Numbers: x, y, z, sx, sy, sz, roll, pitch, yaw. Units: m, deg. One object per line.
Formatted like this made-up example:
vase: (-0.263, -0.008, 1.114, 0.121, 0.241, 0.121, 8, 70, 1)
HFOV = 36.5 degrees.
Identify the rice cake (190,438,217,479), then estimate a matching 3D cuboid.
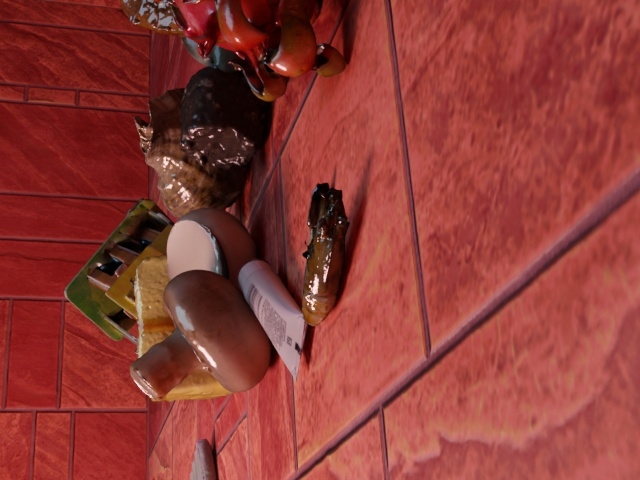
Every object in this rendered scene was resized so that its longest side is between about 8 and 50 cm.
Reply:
rice cake: (-0.232, 0.528, 1.926, 0.198, 0.037, 0.189, -108, 25, -52)

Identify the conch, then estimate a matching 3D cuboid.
conch: (-0.209, -0.141, 1.725, 0.210, 0.159, 0.291, -55, -26, -11)

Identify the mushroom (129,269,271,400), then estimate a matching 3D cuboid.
mushroom: (-0.169, 0.159, 1.463, 0.209, 0.206, 0.206, -66, 12, -9)

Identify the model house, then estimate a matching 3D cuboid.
model house: (-0.322, 0.136, 2.194, 0.323, 0.340, 0.300, 17, 63, 51)

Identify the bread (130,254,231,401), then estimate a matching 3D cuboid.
bread: (-0.249, 0.164, 1.792, 0.236, 0.198, 0.264, 131, 138, -76)

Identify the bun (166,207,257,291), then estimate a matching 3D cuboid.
bun: (-0.169, 0.027, 1.620, 0.172, 0.119, 0.173, 15, 112, 42)

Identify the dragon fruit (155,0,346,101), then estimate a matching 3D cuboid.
dragon fruit: (-0.095, -0.319, 1.205, 0.227, 0.243, 0.307, -38, 31, 17)

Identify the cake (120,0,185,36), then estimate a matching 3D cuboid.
cake: (-0.160, -0.448, 1.456, 0.196, 0.198, 0.293, 25, 110, 43)

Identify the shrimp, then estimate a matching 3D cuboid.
shrimp: (0.000, 0.000, 1.147, 0.217, 0.051, 0.150, 103, 170, -46)

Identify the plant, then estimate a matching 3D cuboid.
plant: (-0.161, -0.259, 1.624, 0.149, 0.146, 0.275, -36, 48, 47)

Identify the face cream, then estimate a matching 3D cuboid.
face cream: (-0.062, 0.096, 1.350, 0.244, 0.058, 0.092, -129, 43, -61)
